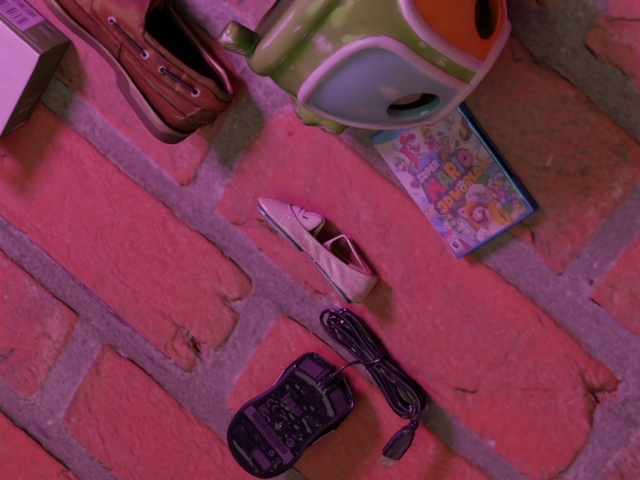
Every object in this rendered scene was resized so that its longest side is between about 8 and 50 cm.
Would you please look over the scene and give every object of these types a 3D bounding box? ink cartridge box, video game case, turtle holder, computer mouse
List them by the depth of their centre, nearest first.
[{"bbox_3d":[0.041,-0.207,1.665,0.227,0.243,0.320,35,120,-10],"label":"turtle holder"},{"bbox_3d":[0.143,-0.073,1.810,0.119,0.015,0.166,-34,93,39],"label":"video game case"},{"bbox_3d":[0.016,0.215,2.011,0.184,0.060,0.262,45,117,10],"label":"computer mouse"},{"bbox_3d":[-0.400,-0.198,2.049,0.109,0.062,0.209,41,128,7],"label":"ink cartridge box"}]

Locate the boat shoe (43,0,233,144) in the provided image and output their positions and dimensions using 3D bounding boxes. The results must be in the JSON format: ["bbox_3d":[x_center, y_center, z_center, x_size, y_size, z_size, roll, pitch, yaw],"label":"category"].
[{"bbox_3d":[-0.213,-0.258,1.885,0.104,0.110,0.307,-31,105,35],"label":"boat shoe"}]

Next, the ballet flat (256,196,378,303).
[{"bbox_3d":[0.000,0.000,1.922,0.052,0.057,0.168,-44,91,11],"label":"ballet flat"}]
